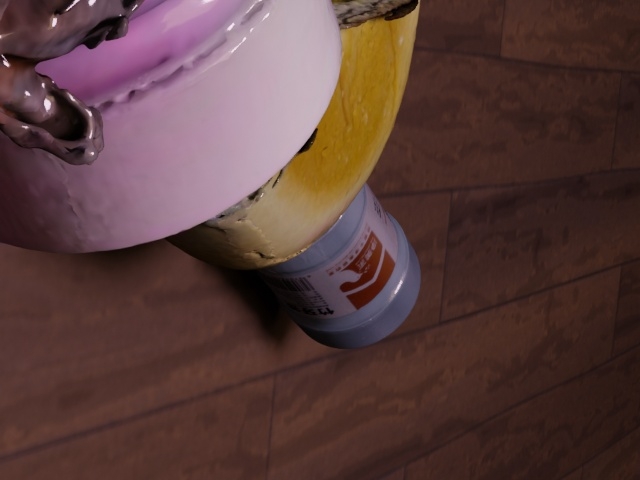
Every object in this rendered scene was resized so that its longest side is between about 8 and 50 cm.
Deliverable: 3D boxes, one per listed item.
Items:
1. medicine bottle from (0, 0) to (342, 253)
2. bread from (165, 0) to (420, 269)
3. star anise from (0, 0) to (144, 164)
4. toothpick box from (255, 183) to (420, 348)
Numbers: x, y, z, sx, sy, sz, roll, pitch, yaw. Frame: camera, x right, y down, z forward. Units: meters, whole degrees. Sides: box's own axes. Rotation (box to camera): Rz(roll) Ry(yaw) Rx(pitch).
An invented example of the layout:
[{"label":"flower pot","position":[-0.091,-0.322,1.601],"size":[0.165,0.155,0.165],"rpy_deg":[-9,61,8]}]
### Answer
[{"label":"medicine bottle","position":[-0.125,-0.172,0.648],"size":[0.325,0.212,0.212],"rpy_deg":[71,35,-48]},{"label":"bread","position":[-0.045,-0.074,0.951],"size":[0.260,0.158,0.156],"rpy_deg":[-36,140,-59]},{"label":"star anise","position":[-0.125,-0.074,0.509],"size":[0.208,0.063,0.172],"rpy_deg":[-17,136,-42]},{"label":"toothpick box","position":[0.000,0.000,1.113],"size":[0.153,0.101,0.101],"rpy_deg":[52,51,-58]}]
